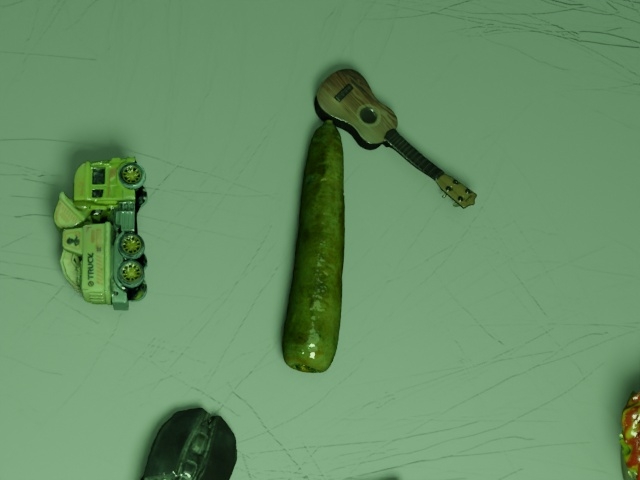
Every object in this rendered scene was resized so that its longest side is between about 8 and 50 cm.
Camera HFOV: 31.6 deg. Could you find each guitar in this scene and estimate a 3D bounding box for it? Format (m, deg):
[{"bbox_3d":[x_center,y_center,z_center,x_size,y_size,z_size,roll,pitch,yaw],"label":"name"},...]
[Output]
[{"bbox_3d":[0.107,-0.133,1.579,0.271,0.038,0.084,41,69,6],"label":"guitar"}]

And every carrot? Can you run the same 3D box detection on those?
[{"bbox_3d":[0.000,0.000,1.496,0.074,0.074,0.359,9,68,-9],"label":"carrot"}]

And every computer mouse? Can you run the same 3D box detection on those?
[{"bbox_3d":[-0.166,0.293,1.360,0.105,0.062,0.192,24,69,-4],"label":"computer mouse"}]

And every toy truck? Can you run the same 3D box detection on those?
[{"bbox_3d":[-0.277,-0.008,1.428,0.116,0.085,0.191,0,73,-8],"label":"toy truck"}]

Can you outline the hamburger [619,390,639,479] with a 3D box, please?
[{"bbox_3d":[0.528,0.281,1.456,0.294,0.179,0.276,-13,74,-16],"label":"hamburger"}]
